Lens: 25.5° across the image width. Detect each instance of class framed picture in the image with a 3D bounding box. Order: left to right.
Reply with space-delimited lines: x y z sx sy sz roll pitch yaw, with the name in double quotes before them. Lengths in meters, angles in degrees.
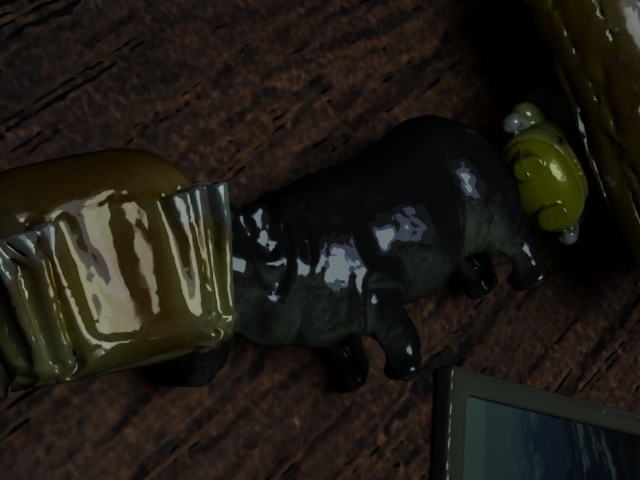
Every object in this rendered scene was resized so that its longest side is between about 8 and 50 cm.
"framed picture" 0.172 0.277 1.017 0.247 0.022 0.335 17 69 -33

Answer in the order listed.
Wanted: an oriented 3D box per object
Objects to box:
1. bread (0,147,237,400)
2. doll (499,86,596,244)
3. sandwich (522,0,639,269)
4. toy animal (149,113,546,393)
"bread" -0.153 0.025 0.689 0.136 0.241 0.107 -15 89 -39
"doll" 0.172 -0.061 1.048 0.106 0.062 0.162 62 24 -13
"sandwich" 0.263 -0.115 1.088 0.301 0.099 0.271 68 24 -3
"toy animal" 0.000 0.017 0.900 0.343 0.106 0.168 -13 88 -36
